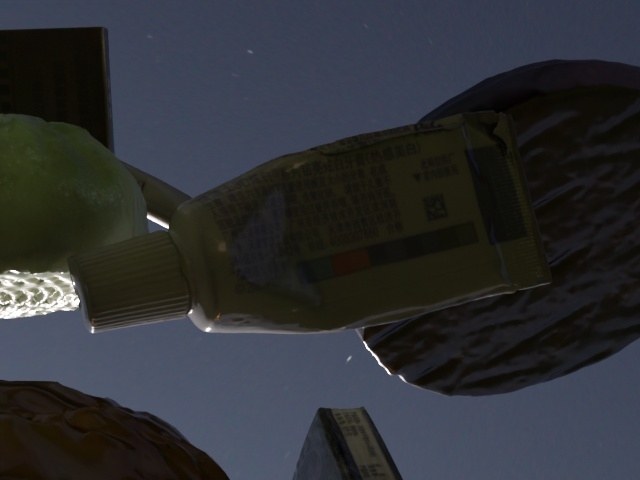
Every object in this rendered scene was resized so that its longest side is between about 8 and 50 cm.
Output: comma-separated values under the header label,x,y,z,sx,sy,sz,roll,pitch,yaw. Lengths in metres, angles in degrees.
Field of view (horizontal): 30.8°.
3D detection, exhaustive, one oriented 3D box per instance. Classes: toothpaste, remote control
label,x,y,z,sx,sy,sz,roll,pitch,yaw
toothpaste,0.000,-0.002,0.650,0.282,0.068,0.099,-13,-64,-24
remote control,-0.217,-0.064,1.336,0.027,0.184,0.050,-19,-126,42

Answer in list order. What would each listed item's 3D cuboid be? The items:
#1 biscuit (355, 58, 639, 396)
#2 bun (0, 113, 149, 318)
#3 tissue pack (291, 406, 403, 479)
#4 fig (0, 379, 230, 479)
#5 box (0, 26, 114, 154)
label,x,y,z,sx,sy,sz,roll,pitch,yaw
biscuit,0.212,-0.006,1.160,0.407,0.407,0.091,-32,-135,10
bun,-0.197,-0.017,0.702,0.195,0.195,0.118,-7,-98,10
tissue pack,0.025,0.207,0.793,0.051,0.156,0.112,2,-53,-23
fig,-0.198,0.184,0.426,0.369,0.286,0.286,5,-86,8
box,-0.429,-0.176,1.468,0.325,0.047,0.180,-2,-82,-2
